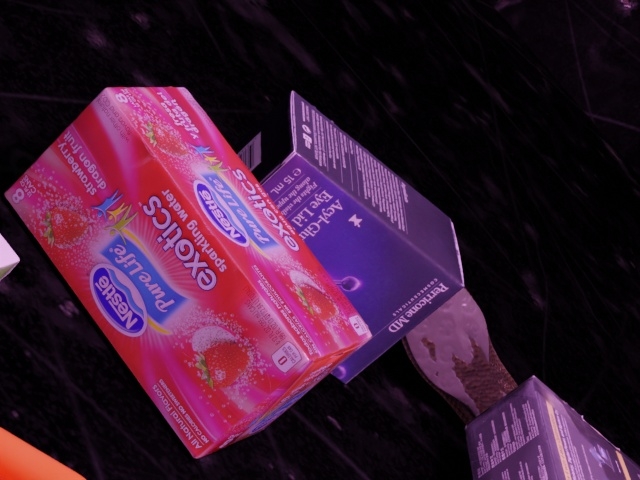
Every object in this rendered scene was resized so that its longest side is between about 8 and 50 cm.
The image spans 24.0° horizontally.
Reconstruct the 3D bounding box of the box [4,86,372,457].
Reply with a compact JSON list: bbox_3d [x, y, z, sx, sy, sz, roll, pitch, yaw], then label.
[{"bbox_3d":[-0.099,0.019,1.136,0.257,0.128,0.122,53,23,11],"label":"box"}]

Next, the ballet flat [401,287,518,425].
[{"bbox_3d":[0.143,0.125,1.439,0.250,0.084,0.058,52,-6,-23],"label":"ballet flat"}]

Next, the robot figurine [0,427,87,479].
[{"bbox_3d":[-0.193,0.168,0.730,0.219,0.128,0.158,45,23,-8],"label":"robot figurine"}]

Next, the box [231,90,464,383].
[{"bbox_3d":[0.000,0.000,1.311,0.207,0.153,0.108,37,26,-24],"label":"box"}]

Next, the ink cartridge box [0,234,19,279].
[{"bbox_3d":[-0.288,0.005,0.908,0.109,0.062,0.209,51,23,8],"label":"ink cartridge box"}]

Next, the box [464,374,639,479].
[{"bbox_3d":[0.274,0.336,1.235,0.318,0.097,0.395,41,22,-25],"label":"box"}]
